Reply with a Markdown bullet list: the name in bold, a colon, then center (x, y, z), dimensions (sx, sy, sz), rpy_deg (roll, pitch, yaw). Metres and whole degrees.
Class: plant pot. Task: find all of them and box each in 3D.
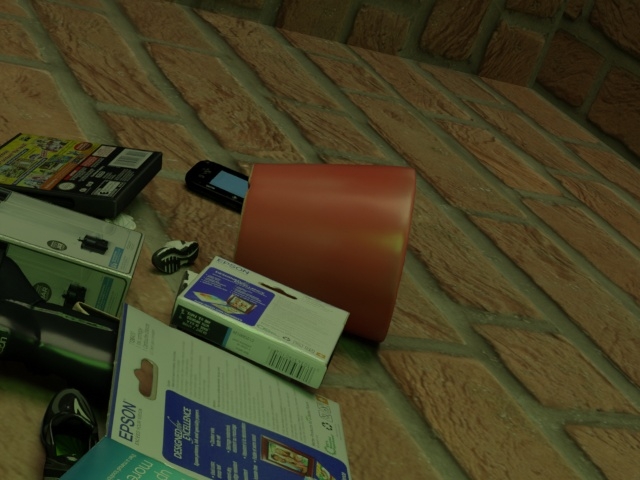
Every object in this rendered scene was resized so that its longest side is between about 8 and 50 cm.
- **plant pot**: center (0.000, 0.000, 2.019), dimensions (0.243, 0.275, 0.275), rpy_deg (11, 21, -1)

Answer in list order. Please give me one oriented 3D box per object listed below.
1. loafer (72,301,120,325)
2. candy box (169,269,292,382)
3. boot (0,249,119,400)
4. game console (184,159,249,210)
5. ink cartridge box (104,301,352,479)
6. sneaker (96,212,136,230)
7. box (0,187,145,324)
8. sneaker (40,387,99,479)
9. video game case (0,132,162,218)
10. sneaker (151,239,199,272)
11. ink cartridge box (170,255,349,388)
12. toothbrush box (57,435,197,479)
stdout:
- **loafer**: center (-0.267, 0.115, 1.757), dimensions (0.125, 0.039, 0.045), rpy_deg (18, 20, -7)
- **candy box**: center (-0.119, 0.130, 1.816), dimensions (0.165, 0.070, 0.196), rpy_deg (17, 21, -9)
- **boot**: center (-0.328, 0.106, 1.652), dimensions (0.207, 0.094, 0.246), rpy_deg (21, 13, -15)
- **game console**: center (-0.069, -0.049, 2.352), dimensions (0.361, 0.044, 0.213), rpy_deg (23, 20, 8)
- **ink cartridge box**: center (-0.108, 0.223, 1.540), dimensions (0.307, 0.072, 0.303), rpy_deg (24, 21, -14)
- **sneaker**: center (-0.306, -0.015, 2.031), dimensions (0.061, 0.053, 0.152), rpy_deg (18, 20, -15)
- **box**: center (-0.395, 0.013, 1.827), dimensions (0.290, 0.087, 0.169), rpy_deg (18, 20, -6)
- **sneaker**: center (-0.265, 0.213, 1.459), dimensions (0.067, 0.078, 0.188), rpy_deg (15, 21, -14)
- **video game case**: center (-0.401, -0.105, 2.114), dimensions (0.248, 0.035, 0.275), rpy_deg (8, 20, 6)
- **sneaker**: center (-0.228, 0.023, 2.041), dimensions (0.044, 0.040, 0.109), rpy_deg (11, 12, 23)
- **ink cartridge box**: center (-0.074, 0.102, 1.757), dimensions (0.206, 0.045, 0.208), rpy_deg (23, 18, 3)
- **toothbrush box**: center (-0.130, 0.329, 1.229), dimensions (0.295, 0.126, 0.216), rpy_deg (25, 21, 9)
